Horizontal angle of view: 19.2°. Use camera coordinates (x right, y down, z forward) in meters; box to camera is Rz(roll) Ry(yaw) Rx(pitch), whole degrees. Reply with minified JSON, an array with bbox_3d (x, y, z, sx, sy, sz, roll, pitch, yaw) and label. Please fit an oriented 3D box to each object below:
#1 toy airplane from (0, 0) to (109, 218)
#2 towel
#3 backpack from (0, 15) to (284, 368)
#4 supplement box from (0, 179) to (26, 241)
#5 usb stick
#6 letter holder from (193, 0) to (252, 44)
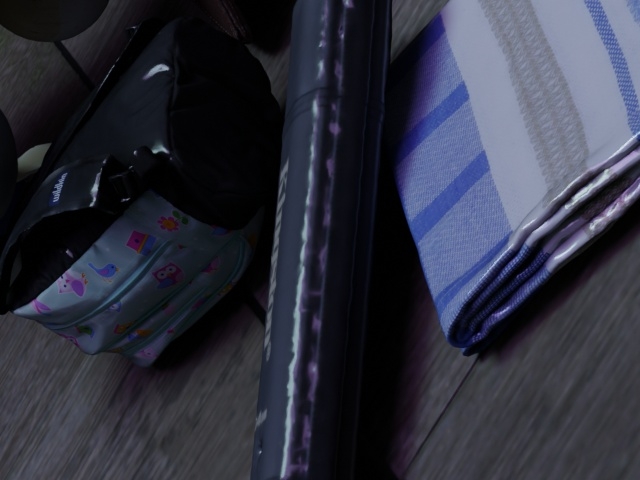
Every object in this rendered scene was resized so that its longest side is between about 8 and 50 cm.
[{"bbox_3d":[-0.239,-0.194,1.118,0.384,0.272,0.386,38,115,56],"label":"toy airplane"},{"bbox_3d":[0.125,-0.106,0.820,0.285,0.034,0.209,-48,34,27],"label":"towel"},{"bbox_3d":[-0.099,-0.014,1.019,0.182,0.115,0.152,-46,22,33],"label":"backpack"},{"bbox_3d":[-0.259,-0.014,1.321,0.083,0.056,0.083,1,70,57],"label":"supplement box"},{"bbox_3d":[0.000,0.000,0.893,0.077,0.045,0.278,140,138,-63],"label":"usb stick"},{"bbox_3d":[-0.070,-0.272,1.155,0.152,0.214,0.302,-31,32,-5],"label":"letter holder"}]
